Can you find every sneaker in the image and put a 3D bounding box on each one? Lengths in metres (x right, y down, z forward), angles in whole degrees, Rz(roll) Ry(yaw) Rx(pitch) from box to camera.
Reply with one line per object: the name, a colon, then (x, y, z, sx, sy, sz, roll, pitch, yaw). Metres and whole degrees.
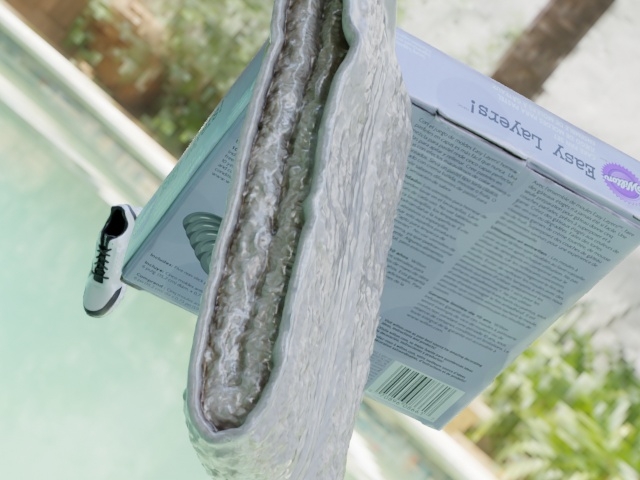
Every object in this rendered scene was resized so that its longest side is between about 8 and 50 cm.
sneaker: (-0.191, 0.016, 1.531, 0.040, 0.109, 0.044, 16, -8, 24)

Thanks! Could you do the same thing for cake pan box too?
cake pan box: (0.043, -0.008, 1.086, 0.267, 0.246, 0.070, 26, 44, -14)

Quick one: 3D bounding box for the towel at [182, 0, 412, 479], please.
towel: (0.000, 0.000, 0.775, 0.049, 0.282, 0.187, 5, -29, 12)
